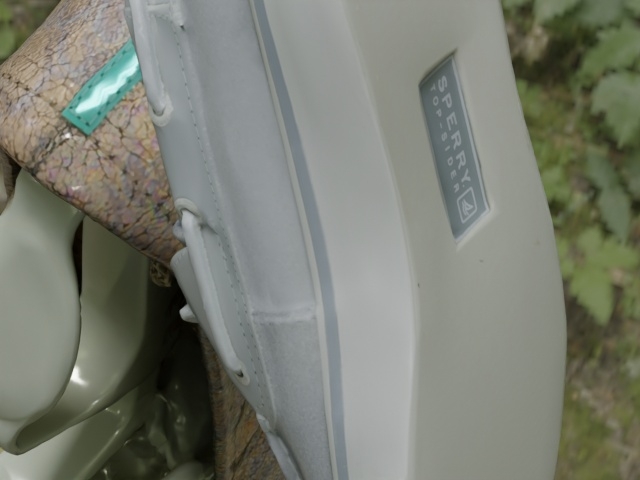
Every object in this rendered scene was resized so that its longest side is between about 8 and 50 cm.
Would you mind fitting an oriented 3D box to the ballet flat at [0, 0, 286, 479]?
[{"bbox_3d":[-0.063,0.033,0.589,0.107,0.316,0.106,33,59,18],"label":"ballet flat"}]

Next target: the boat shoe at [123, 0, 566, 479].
[{"bbox_3d":[0.000,0.000,0.374,0.063,0.184,0.066,9,40,35],"label":"boat shoe"}]
